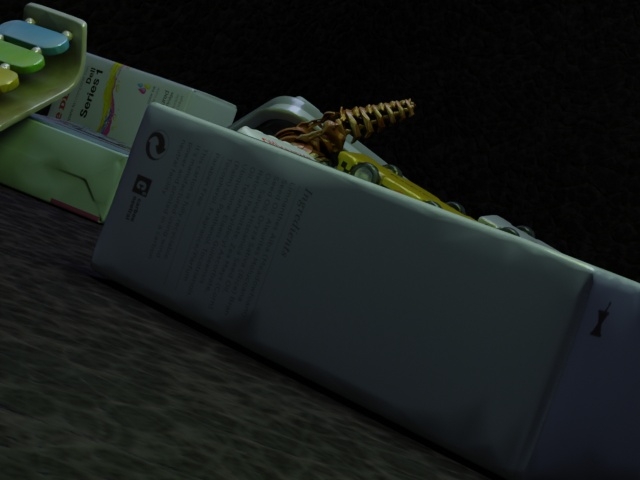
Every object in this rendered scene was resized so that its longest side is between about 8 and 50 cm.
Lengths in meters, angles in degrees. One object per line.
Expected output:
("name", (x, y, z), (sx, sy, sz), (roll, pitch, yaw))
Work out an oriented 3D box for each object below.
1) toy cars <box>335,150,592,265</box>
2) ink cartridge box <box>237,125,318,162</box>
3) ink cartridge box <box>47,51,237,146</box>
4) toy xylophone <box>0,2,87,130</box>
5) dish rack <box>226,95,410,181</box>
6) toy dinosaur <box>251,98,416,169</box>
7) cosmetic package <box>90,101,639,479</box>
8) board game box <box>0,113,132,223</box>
("toy cars", (0.183, 0.007, 1.618), (0.393, 0.087, 0.176), (23, 13, -21))
("ink cartridge box", (0.000, 0.000, 1.382), (0.237, 0.100, 0.172), (43, 11, 19))
("ink cartridge box", (-0.291, -0.159, 2.015), (0.278, 0.201, 0.117), (22, 3, 35))
("toy xylophone", (-0.445, -0.191, 1.584), (0.236, 0.081, 0.322), (16, 39, 27))
("dish rack", (-0.008, -0.078, 1.885), (0.333, 0.072, 0.285), (36, -36, -23))
("toy dinosaur", (-0.018, -0.070, 1.696), (0.322, 0.164, 0.218), (-26, -65, 35))
("cosmetic package", (0.053, 0.040, 1.088), (0.453, 0.162, 0.230), (22, 3, 37))
("board game box", (-0.309, -0.094, 1.754), (0.224, 0.098, 0.303), (22, 5, 14))
